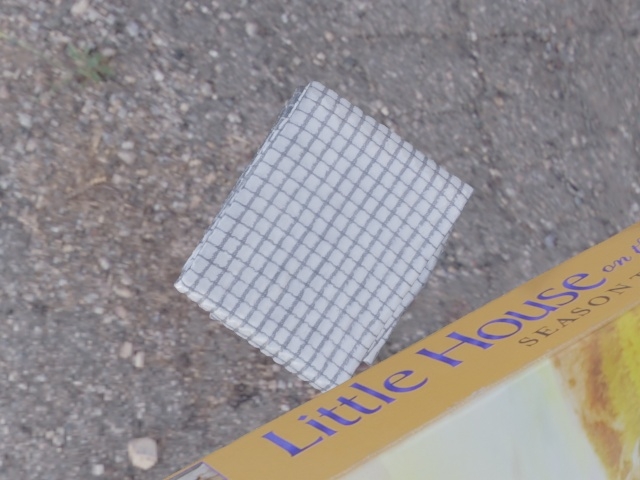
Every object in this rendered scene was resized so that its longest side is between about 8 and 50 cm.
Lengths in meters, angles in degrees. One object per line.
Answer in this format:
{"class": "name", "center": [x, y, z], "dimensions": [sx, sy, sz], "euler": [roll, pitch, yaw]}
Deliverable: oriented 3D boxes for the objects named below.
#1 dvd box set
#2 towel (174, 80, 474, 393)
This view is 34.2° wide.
{"class": "dvd box set", "center": [0.118, 0.162, 0.400], "dimensions": [0.062, 0.421, 0.307], "euler": [10, 121, 60]}
{"class": "towel", "center": [0.000, 0.000, 1.153], "dimensions": [0.235, 0.121, 0.283], "euler": [34, 83, -14]}
